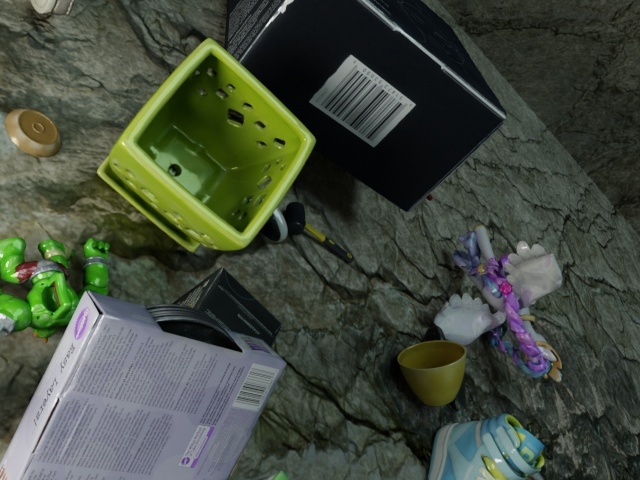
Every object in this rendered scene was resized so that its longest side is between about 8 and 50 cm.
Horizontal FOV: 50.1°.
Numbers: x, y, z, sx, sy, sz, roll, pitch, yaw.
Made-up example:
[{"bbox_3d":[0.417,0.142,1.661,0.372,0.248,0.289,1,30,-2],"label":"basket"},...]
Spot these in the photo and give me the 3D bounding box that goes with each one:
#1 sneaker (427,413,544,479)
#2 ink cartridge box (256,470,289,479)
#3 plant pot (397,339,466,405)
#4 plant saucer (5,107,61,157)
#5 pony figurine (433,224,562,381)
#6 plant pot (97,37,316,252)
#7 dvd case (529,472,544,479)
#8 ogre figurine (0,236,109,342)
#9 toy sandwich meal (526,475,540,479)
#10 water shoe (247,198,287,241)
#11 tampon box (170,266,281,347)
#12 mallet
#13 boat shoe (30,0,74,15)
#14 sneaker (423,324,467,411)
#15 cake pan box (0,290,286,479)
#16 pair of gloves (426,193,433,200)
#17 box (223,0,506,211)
[{"bbox_3d":[0.293,0.433,1.199,0.127,0.208,0.319,43,36,-22],"label":"sneaker"},{"bbox_3d":[-0.050,0.462,0.825,0.278,0.117,0.201,55,34,-3],"label":"ink cartridge box"},{"bbox_3d":[0.225,0.266,1.343,0.134,0.134,0.095,-31,113,-56],"label":"plant pot"},{"bbox_3d":[-0.409,-0.159,0.984,0.083,0.015,0.083,32,41,-33],"label":"plant saucer"},{"bbox_3d":[0.430,0.131,1.609,0.351,0.303,0.363,44,20,-33],"label":"pony figurine"},{"bbox_3d":[-0.184,-0.122,1.029,0.228,0.207,0.227,43,60,-20],"label":"plant pot"},{"bbox_3d":[0.408,0.535,1.420,0.179,0.029,0.239,57,33,1],"label":"dvd case"},{"bbox_3d":[-0.338,0.055,0.826,0.197,0.097,0.118,18,37,-58],"label":"ogre figurine"},{"bbox_3d":[0.454,0.525,1.430,0.085,0.029,0.085,32,40,-32],"label":"toy sandwich meal"},{"bbox_3d":[-0.146,-0.062,1.203,0.203,0.073,0.080,48,55,-4],"label":"water shoe"},{"bbox_3d":[-0.157,0.139,0.920,0.120,0.161,0.101,45,36,-15],"label":"tampon box"},{"bbox_3d":[0.000,0.000,1.351,0.190,0.039,0.062,41,35,-28],"label":"mallet"},{"bbox_3d":[-0.431,-0.490,1.147,0.097,0.116,0.324,14,46,-42],"label":"boat shoe"},{"bbox_3d":[0.267,0.270,1.448,0.089,0.051,0.170,27,48,-37],"label":"sneaker"},{"bbox_3d":[-0.193,0.202,0.754,0.246,0.267,0.070,22,8,-41],"label":"cake pan box"},{"bbox_3d":[0.213,-0.179,1.692,0.159,0.023,0.198,50,3,27],"label":"pair of gloves"},{"bbox_3d":[0.070,-0.391,1.426,0.480,0.297,0.472,31,30,-26],"label":"box"}]
